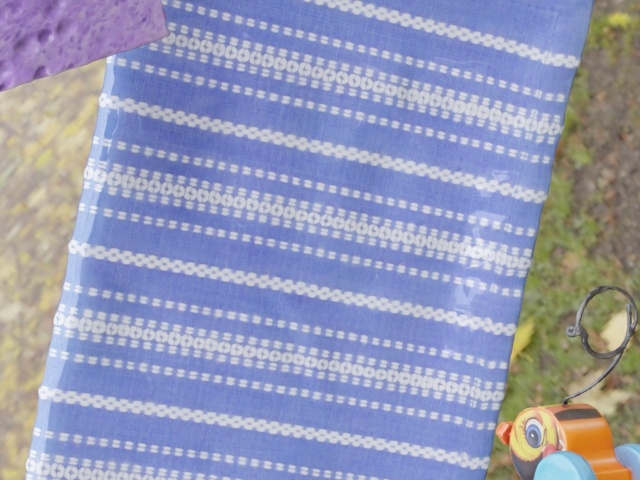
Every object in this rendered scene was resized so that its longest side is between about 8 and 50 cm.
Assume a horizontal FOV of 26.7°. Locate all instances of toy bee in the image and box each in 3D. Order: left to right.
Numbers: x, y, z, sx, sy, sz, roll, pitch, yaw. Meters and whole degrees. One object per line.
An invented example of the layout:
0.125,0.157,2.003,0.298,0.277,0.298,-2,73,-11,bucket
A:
0.228,0.207,1.186,0.162,0.195,0.298,-12,59,63,toy bee

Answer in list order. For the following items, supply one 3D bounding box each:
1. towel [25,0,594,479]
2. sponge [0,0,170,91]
0.000,0.000,0.677,0.040,0.243,0.336,-162,83,-74,towel
-0.150,-0.162,0.540,0.117,0.210,0.031,-27,11,-32,sponge
